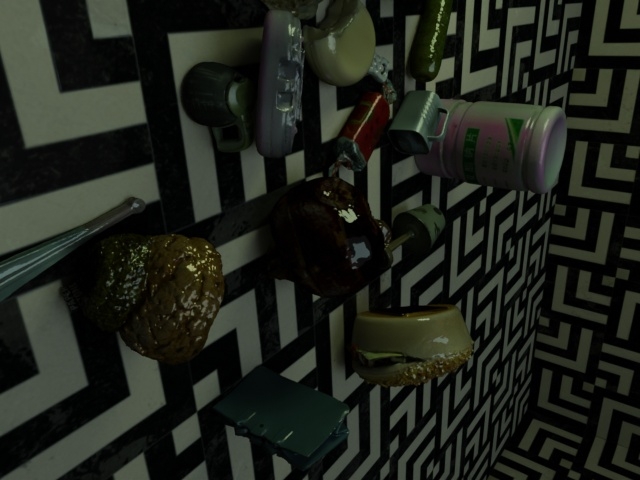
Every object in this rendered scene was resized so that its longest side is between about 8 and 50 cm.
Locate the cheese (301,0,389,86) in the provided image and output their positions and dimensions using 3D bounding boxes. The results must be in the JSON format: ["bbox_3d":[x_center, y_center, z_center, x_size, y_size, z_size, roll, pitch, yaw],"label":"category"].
[{"bbox_3d":[0.060,-0.345,1.019,0.249,0.070,0.164,41,68,-53],"label":"cheese"}]

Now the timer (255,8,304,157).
[{"bbox_3d":[-0.061,-0.234,0.815,0.191,0.068,0.209,-98,-165,-76],"label":"timer"}]

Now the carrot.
[{"bbox_3d":[0.275,-0.552,1.250,0.074,0.074,0.359,13,89,-55],"label":"carrot"}]

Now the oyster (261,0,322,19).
[{"bbox_3d":[-0.037,-0.425,0.855,0.209,0.071,0.133,4,101,-57],"label":"oyster"}]

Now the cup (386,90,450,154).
[{"bbox_3d":[0.238,-0.273,1.245,0.095,0.128,0.130,45,63,-49],"label":"cup"}]

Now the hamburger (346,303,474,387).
[{"bbox_3d":[0.210,0.245,1.259,0.302,0.301,0.171,-3,87,-54],"label":"hamburger"}]

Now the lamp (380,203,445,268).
[{"bbox_3d":[0.215,-0.008,1.317,0.214,0.121,0.121,-32,127,-33],"label":"lamp"}]

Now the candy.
[{"bbox_3d":[0.090,-0.231,1.111,0.292,0.059,0.086,-61,141,-22],"label":"candy"}]

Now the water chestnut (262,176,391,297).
[{"bbox_3d":[0.000,0.000,0.970,0.224,0.238,0.224,53,20,-29],"label":"water chestnut"}]

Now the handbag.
[{"bbox_3d":[-0.069,0.312,0.943,0.144,0.221,0.057,-28,125,-48],"label":"handbag"}]

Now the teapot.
[{"bbox_3d":[-0.133,-0.200,0.782,0.092,0.090,0.124,-57,140,-22],"label":"teapot"}]

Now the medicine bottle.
[{"bbox_3d":[0.426,-0.243,1.344,0.212,0.325,0.212,-26,124,-48],"label":"medicine bottle"}]

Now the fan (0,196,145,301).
[{"bbox_3d":[-0.331,0.012,0.643,0.282,0.023,0.057,-42,125,-38],"label":"fan"}]

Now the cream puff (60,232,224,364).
[{"bbox_3d":[-0.238,0.067,0.693,0.168,0.183,0.184,18,87,-35],"label":"cream puff"}]
